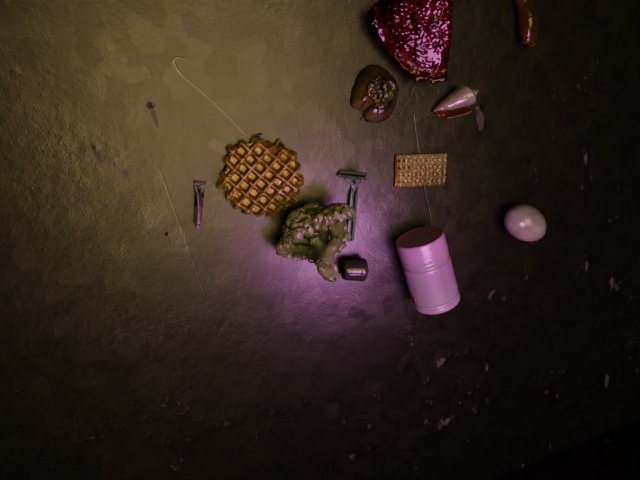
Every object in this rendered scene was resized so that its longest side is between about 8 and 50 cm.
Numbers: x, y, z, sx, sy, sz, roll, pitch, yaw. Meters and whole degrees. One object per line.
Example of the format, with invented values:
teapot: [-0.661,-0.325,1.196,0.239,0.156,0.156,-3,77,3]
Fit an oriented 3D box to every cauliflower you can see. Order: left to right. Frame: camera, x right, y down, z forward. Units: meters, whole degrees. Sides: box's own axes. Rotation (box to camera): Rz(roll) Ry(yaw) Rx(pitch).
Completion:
cauliflower: [-0.014,-0.018,1.537,0.327,0.281,0.260,-40,109,7]

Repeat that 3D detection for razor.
razor: [0.125,-0.133,1.673,0.110,0.056,0.278,9,113,19]

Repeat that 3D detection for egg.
egg: [0.894,-0.074,1.862,0.209,0.151,0.151,27,96,-25]

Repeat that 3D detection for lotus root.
lotus root: [0.211,-0.535,1.569,0.183,0.078,0.204,9,104,-18]

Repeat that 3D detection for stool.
stool: [0.134,0.117,1.722,0.110,0.096,0.096,2,105,-11]

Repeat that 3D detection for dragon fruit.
dragon fruit: [0.351,-0.749,1.548,0.285,0.228,0.329,-6,132,18]

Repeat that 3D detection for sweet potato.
sweet potato: [0.795,-0.870,1.648,0.077,0.077,0.244,-24,112,-9]

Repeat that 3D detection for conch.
conch: [0.530,-0.530,1.657,0.176,0.094,0.104,-38,152,1]

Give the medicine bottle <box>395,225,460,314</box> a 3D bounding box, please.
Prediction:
medicine bottle: [0.441,0.121,1.754,0.202,0.202,0.316,-23,111,-9]

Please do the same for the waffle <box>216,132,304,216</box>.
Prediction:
waffle: [-0.204,-0.227,1.540,0.328,0.062,0.330,-4,106,-15]

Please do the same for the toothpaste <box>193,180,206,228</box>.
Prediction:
toothpaste: [-0.432,-0.126,1.518,0.045,0.028,0.170,2,101,-24]

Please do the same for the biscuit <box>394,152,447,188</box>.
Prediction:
biscuit: [0.405,-0.281,1.729,0.231,0.016,0.139,-5,106,-15]
